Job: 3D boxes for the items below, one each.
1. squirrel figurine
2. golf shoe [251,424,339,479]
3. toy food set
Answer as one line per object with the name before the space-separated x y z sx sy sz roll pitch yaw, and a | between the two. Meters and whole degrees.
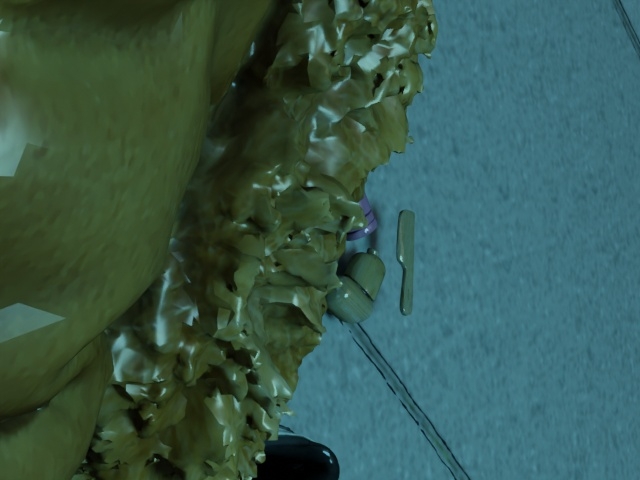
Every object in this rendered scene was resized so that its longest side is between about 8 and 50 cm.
squirrel figurine | -0.100 0.005 0.542 0.397 0.281 0.370 -1 91 -53
golf shoe | -0.067 0.114 0.720 0.186 0.086 0.067 -31 111 -52
toy food set | 0.000 0.000 0.899 0.122 0.019 0.077 18 69 -45
